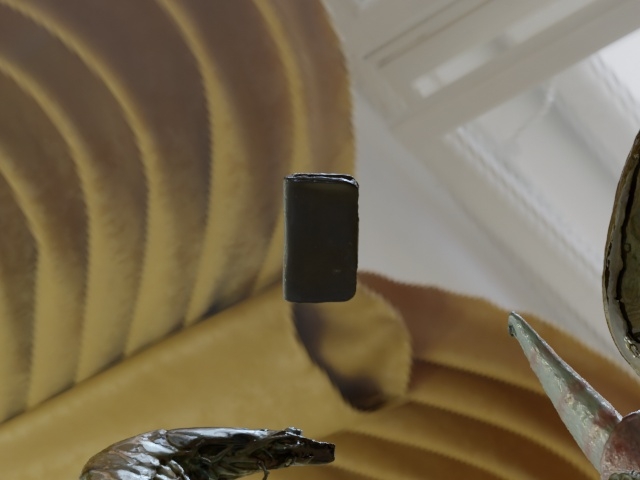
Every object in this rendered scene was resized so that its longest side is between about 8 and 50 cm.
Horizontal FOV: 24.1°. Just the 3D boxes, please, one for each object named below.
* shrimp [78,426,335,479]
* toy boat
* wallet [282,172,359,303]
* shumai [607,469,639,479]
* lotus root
[{"bbox_3d":[-0.069,0.181,1.125,0.217,0.150,0.051,-4,-74,-30],"label":"shrimp"},{"bbox_3d":[0.306,0.203,1.727,0.282,0.096,0.206,48,170,28],"label":"toy boat"},{"bbox_3d":[0.000,0.000,1.578,0.018,0.082,0.156,-90,0,-59],"label":"wallet"},{"bbox_3d":[0.238,0.222,1.121,0.083,0.082,0.080,28,-121,23],"label":"shumai"},{"bbox_3d":[0.331,0.003,1.304,0.152,0.160,0.274,60,-139,-68],"label":"lotus root"}]
